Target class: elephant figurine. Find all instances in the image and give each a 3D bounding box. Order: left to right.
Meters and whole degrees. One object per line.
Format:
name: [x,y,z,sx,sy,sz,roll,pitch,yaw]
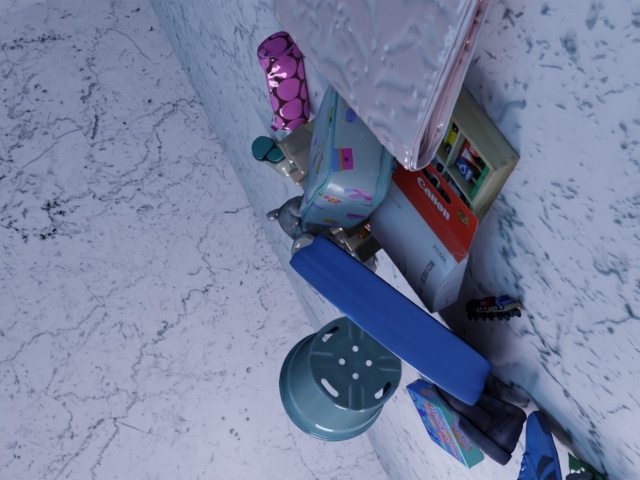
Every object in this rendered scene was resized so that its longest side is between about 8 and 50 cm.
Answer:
elephant figurine: [0.000,0.000,1.392,0.239,0.169,0.186,66,165,-1]

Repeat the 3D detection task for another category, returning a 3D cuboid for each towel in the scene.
towel: [0.058,-0.293,0.613,0.331,0.053,0.317,56,150,29]

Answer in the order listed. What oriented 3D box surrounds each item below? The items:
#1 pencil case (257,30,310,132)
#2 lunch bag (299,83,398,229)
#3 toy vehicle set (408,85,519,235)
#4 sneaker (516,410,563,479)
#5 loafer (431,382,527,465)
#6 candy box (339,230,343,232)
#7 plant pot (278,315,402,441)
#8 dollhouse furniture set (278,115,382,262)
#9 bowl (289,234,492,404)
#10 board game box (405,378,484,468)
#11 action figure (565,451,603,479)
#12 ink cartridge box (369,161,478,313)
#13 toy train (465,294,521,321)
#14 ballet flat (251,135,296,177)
pencil case: [-0.079,-0.329,1.203,0.095,0.098,0.209,55,165,38]
lunch bag: [0.044,-0.145,0.868,0.279,0.108,0.224,131,149,-75]
toy vehicle set: [0.168,-0.098,0.780,0.166,0.035,0.267,59,168,21]
sneaker: [0.321,0.365,0.853,0.069,0.082,0.209,42,-138,-66]
loafer: [0.289,0.298,1.030,0.109,0.095,0.302,37,-178,-5]
candy box: [0.061,0.026,1.538,0.105,0.027,0.205,47,161,44]
plant pot: [0.067,0.379,1.623,0.341,0.341,0.334,60,159,17]
dollhouse furniture set: [0.039,-0.125,1.157,0.259,0.135,0.262,58,174,-37]
bowl: [0.121,0.124,0.977,0.391,0.077,0.391,37,180,0]
board game box: [0.291,0.431,1.361,0.160,0.047,0.210,64,168,-4]
action figure: [0.411,0.443,0.825,0.137,0.064,0.232,-118,8,-73]
ink cartridge box: [0.141,-0.019,0.844,0.189,0.066,0.232,57,171,30]
toy train: [0.257,0.101,0.856,0.158,0.027,0.036,138,116,-79]
ballet flat: [-0.138,-0.247,1.708,0.248,0.086,0.086,44,157,56]
